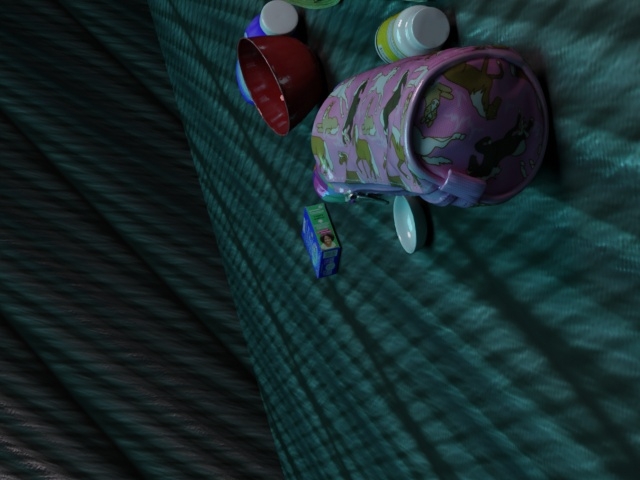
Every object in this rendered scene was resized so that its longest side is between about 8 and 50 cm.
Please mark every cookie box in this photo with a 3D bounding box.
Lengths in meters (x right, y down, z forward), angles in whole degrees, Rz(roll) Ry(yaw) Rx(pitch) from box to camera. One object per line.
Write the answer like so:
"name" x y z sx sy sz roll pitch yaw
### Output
"cookie box" 0.000 0.000 1.938 0.092 0.040 0.107 98 156 -54

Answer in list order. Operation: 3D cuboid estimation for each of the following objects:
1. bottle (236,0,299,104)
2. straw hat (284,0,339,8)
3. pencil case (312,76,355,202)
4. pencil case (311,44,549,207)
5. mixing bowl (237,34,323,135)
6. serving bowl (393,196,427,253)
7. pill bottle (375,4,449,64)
"bottle" -0.097 -0.351 1.931 0.283 0.092 0.118 127 132 -72
"straw hat" -0.024 -0.421 1.577 0.144 0.144 0.061 106 -179 -62
"pencil case" 0.047 -0.141 1.523 0.236 0.104 0.104 104 151 -64
"pencil case" 0.108 -0.122 1.166 0.386 0.160 0.167 -169 62 -74
"mixing bowl" -0.059 -0.281 1.785 0.181 0.098 0.181 54 161 28
"serving bowl" 0.128 -0.025 1.432 0.083 0.027 0.083 169 90 -76
"pill bottle" 0.112 -0.246 1.242 0.116 0.065 0.065 -169 68 -75
